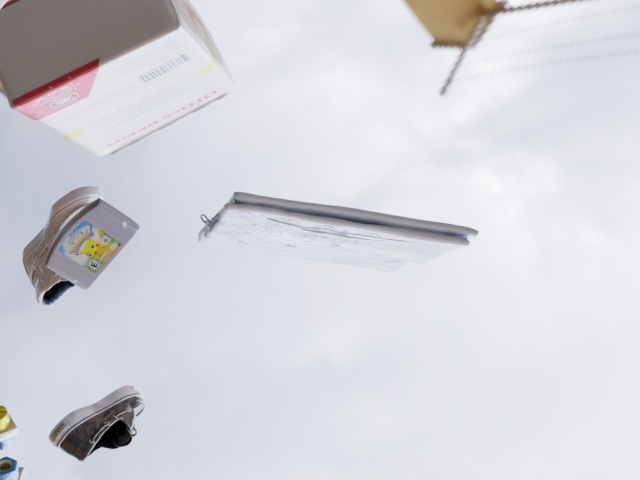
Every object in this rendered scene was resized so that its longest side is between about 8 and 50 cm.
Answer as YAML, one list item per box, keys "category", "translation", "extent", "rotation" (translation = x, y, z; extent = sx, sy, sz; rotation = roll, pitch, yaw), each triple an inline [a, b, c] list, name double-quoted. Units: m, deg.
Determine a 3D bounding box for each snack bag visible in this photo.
- category: "snack bag"
  translation: [0.000, 0.000, 1.601]
  extent: [0.342, 0.323, 0.037]
  rotation: [151, -55, -73]

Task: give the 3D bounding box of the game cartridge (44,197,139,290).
- category: "game cartridge"
  translation: [-0.215, 0.003, 1.112]
  extent: [0.083, 0.056, 0.017]
  rotation: [-48, -154, 11]

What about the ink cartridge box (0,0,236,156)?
- category: "ink cartridge box"
  translation: [-0.323, -0.289, 1.895]
  extent: [0.279, 0.160, 0.385]
  rotation: [-26, 170, 4]

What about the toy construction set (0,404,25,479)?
- category: "toy construction set"
  translation: [-0.541, 0.249, 1.463]
  extent: [0.215, 0.328, 0.151]
  rotation: [57, -40, 47]

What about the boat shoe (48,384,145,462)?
- category: "boat shoe"
  translation: [-0.311, 0.276, 1.771]
  extent: [0.080, 0.076, 0.228]
  rotation: [-53, 168, 12]

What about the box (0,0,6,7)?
- category: "box"
  translation: [-0.387, -0.266, 1.206]
  extent: [0.114, 0.036, 0.207]
  rotation: [-39, 171, 31]

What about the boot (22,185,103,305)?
- category: "boot"
  translation: [-0.463, 0.017, 2.210]
  extent: [0.258, 0.095, 0.123]
  rotation: [-46, -123, 40]
